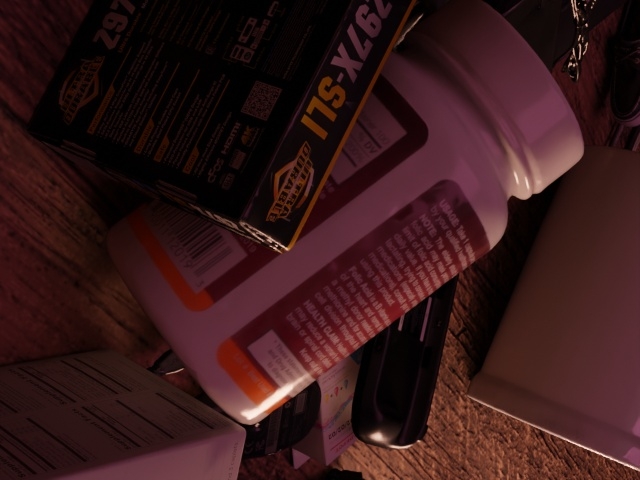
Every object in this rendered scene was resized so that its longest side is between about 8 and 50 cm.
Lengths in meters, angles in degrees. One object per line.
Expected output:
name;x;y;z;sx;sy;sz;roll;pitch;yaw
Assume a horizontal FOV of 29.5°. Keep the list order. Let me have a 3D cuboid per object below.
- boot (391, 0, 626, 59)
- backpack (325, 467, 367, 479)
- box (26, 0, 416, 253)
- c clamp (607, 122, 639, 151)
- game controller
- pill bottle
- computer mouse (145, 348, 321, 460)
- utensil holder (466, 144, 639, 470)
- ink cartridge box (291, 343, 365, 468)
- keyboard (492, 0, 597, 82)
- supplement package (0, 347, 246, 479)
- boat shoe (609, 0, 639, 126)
boot;0.209;-0.319;1.333;0.445;0.146;0.367;-39;148;-24
backpack;0.027;0.401;1.500;0.166;0.144;0.188;-19;125;-52
box;-0.065;-0.180;0.988;0.079;0.257;0.322;34;80;-52
c clamp;0.462;-0.168;1.840;0.137;0.022;0.160;33;83;-53
game controller;0.106;0.089;1.447;0.166;0.067;0.319;26;73;-52
pill bottle;0.025;-0.034;1.100;0.392;0.224;0.224;-36;138;-2
computer mouse;-0.114;0.163;1.273;0.262;0.060;0.184;-18;126;-32
utensil holder;0.426;0.102;1.686;0.327;0.327;0.385;27;86;-53
ink cartridge box;0.015;0.188;1.437;0.104;0.061;0.181;-34;132;-38
keyboard;0.230;-0.182;1.337;0.201;0.033;0.317;-38;153;-20
supplement package;-0.237;0.232;1.035;0.263;0.198;0.199;-5;113;-50
boat shoe;0.453;-0.279;1.728;0.076;0.080;0.228;13;97;-47
